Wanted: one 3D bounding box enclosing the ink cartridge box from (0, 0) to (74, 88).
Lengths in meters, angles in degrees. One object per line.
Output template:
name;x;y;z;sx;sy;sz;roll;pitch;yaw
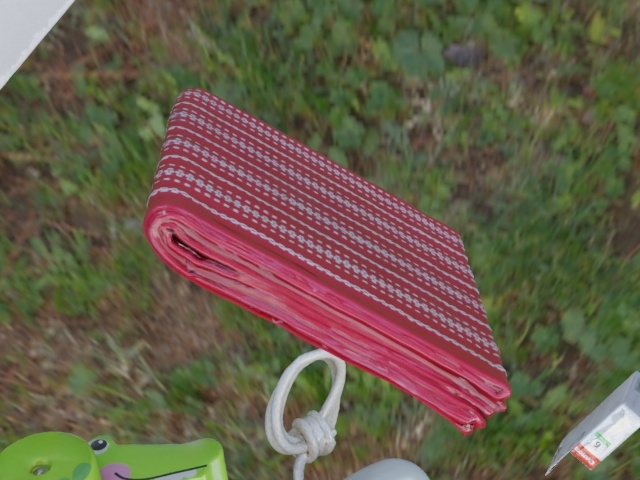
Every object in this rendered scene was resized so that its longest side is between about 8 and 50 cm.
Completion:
ink cartridge box;-0.139;-0.139;0.415;0.296;0.261;0.066;-48;51;13

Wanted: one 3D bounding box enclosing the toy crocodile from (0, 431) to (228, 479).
toy crocodile;-0.220;0.183;1.103;0.340;0.115;0.105;-16;36;-4

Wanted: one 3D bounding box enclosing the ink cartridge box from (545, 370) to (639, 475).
ink cartridge box;0.257;0.175;1.669;0.029;0.063;0.115;40;123;0

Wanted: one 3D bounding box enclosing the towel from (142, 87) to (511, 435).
towel;0.000;0.000;0.976;0.199;0.275;0.031;30;104;-10

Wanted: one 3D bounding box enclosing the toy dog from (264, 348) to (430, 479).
toy dog;-0.011;0.255;1.379;0.161;0.220;0.333;16;48;42
